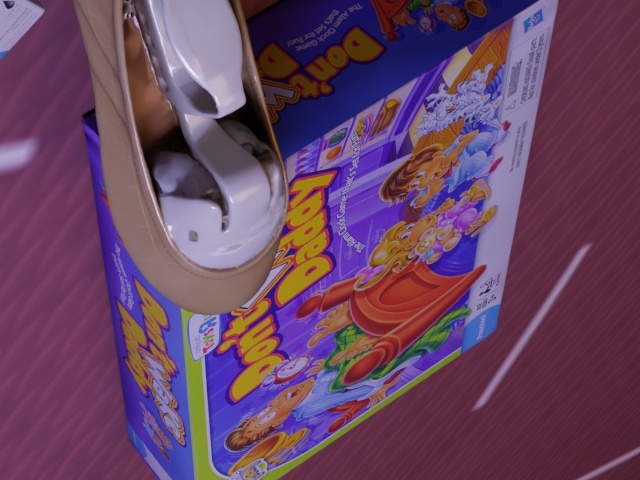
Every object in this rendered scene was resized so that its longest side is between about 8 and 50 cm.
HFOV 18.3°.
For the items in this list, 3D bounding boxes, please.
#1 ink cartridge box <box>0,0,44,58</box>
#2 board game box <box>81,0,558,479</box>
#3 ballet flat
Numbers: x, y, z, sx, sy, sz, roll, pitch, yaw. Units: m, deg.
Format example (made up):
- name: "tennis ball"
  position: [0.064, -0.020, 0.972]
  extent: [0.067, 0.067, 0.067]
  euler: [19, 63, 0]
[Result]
- name: "ink cartridge box"
  position: [-0.150, -0.092, 0.766]
  extent: [0.048, 0.028, 0.083]
  euler: [-46, 155, 9]
- name: "board game box"
  position: [0.000, 0.000, 1.089]
  extent: [0.233, 0.078, 0.347]
  euler: [-33, 155, -19]
- name: "ballet flat"
  position: [-0.054, -0.049, 0.823]
  extent: [0.080, 0.073, 0.232]
  euler: [-32, 128, -20]
